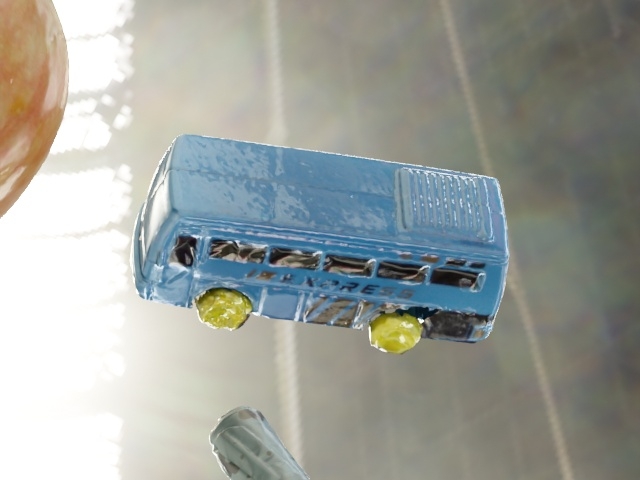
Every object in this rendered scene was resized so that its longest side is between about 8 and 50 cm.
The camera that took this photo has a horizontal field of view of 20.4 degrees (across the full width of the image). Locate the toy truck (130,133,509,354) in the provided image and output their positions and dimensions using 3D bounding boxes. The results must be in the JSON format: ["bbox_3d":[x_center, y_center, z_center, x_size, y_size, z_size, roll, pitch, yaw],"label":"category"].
[{"bbox_3d":[0.000,0.000,1.857,0.161,0.385,0.162,-91,-169,-48],"label":"toy truck"}]

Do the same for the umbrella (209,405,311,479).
[{"bbox_3d":[-0.016,0.222,1.399,0.250,0.053,0.052,51,-31,41],"label":"umbrella"}]

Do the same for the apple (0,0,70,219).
[{"bbox_3d":[-0.411,-0.138,1.528,0.391,0.391,0.346,-34,-155,43],"label":"apple"}]
